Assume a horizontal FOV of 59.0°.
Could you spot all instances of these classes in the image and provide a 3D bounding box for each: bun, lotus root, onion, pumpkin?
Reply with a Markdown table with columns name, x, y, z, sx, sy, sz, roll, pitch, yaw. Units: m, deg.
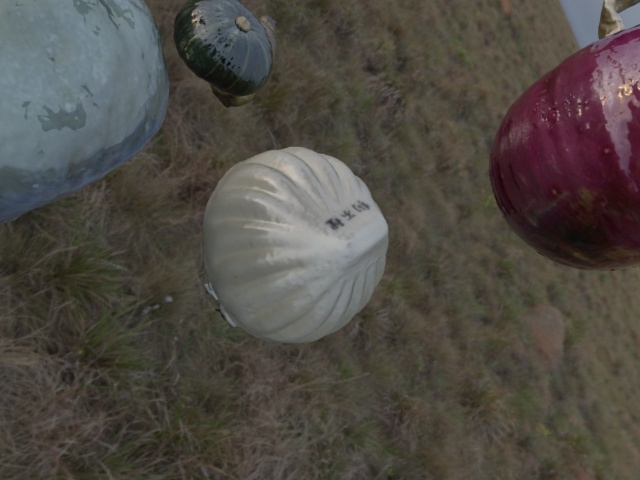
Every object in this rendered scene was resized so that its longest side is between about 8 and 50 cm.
| name | x | y | z | sx | sy | sz | roll | pitch | yaw |
| --- | --- | --- | --- | --- | --- | --- | --- | --- | --- |
| bun | -0.306 | -0.127 | 0.427 | 0.362 | 0.361 | 0.212 | -69 | 153 | -52 |
| bun | 0.000 | 0.000 | 0.707 | 0.263 | 0.175 | 0.264 | 9 | 77 | -41 |
| lotus root | -0.181 | -0.445 | 1.383 | 0.260 | 0.128 | 0.145 | -61 | 146 | -14 |
| onion | 0.190 | -0.055 | 0.335 | 0.177 | 0.177 | 0.153 | 17 | 32 | -54 |
| pumpkin | -0.192 | -0.384 | 1.121 | 0.211 | 0.152 | 0.212 | 21 | 50 | -27 |
